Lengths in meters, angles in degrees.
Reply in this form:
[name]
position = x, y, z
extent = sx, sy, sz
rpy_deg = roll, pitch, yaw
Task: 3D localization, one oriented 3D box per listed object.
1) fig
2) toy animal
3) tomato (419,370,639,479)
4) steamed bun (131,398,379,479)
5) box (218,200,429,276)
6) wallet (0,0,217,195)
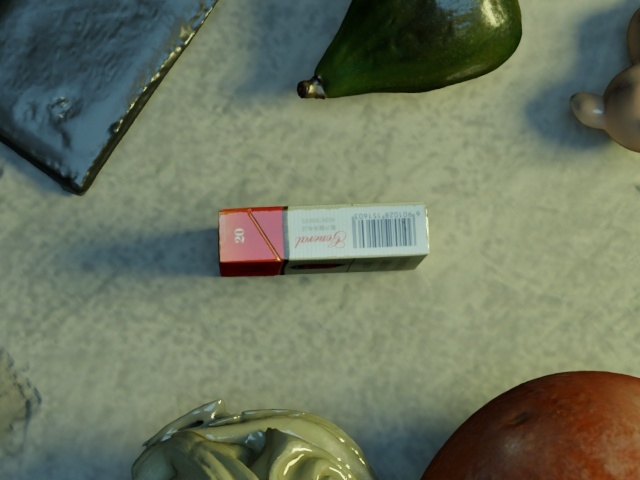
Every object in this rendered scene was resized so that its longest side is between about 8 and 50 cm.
[fig]
position = 0.062, -0.156, 1.401
extent = 0.177, 0.117, 0.117
rpy_deg = -30, 85, 10
[toy animal]
position = 0.255, -0.128, 1.415
extent = 0.089, 0.083, 0.150
rpy_deg = 31, 64, -20
[tomato]
position = 0.191, 0.224, 1.281
extent = 0.265, 0.265, 0.264
rpy_deg = 0, 83, -3
[steamed bun]
position = -0.027, 0.198, 1.273
extent = 0.218, 0.144, 0.211
rpy_deg = 7, 53, -40
[box]
position = 0.000, 0.000, 1.374
extent = 0.152, 0.100, 0.048
rpy_deg = -4, 81, -4
[wallet]
position = -0.161, -0.188, 1.425
extent = 0.146, 0.030, 0.285
rpy_deg = 34, 83, 5
